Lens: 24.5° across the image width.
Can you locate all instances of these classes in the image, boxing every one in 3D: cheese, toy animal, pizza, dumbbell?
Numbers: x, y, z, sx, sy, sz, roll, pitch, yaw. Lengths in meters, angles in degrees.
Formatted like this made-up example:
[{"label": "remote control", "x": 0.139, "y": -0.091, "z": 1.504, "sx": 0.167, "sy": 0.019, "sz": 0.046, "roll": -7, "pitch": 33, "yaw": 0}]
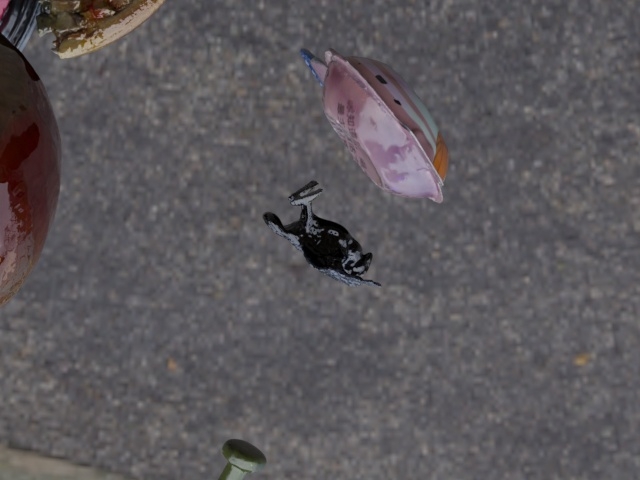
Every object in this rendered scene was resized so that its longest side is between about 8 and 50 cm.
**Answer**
[{"label": "cheese", "x": 0.047, "y": -0.121, "z": 1.440, "sx": 0.074, "sy": 0.286, "sz": 0.189, "roll": -36, "pitch": 117, "yaw": -5}, {"label": "toy animal", "x": 0.000, "y": 0.000, "z": 1.366, "sx": 0.062, "sy": 0.220, "sz": 0.108, "roll": -39, "pitch": 113, "yaw": -4}, {"label": "pizza", "x": -0.261, "y": -0.311, "z": 1.644, "sx": 0.185, "sy": 0.195, "sz": 0.052, "roll": -36, "pitch": 163, "yaw": 0}, {"label": "dumbbell", "x": -0.102, "y": 0.265, "z": 1.542, "sx": 0.118, "sy": 0.046, "sz": 0.052, "roll": -60, "pitch": 152, "yaw": 8}]

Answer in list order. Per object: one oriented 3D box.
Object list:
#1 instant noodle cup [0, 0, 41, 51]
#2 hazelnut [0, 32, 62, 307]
[{"label": "instant noodle cup", "x": -0.469, "y": -0.327, "z": 1.785, "sx": 0.181, "sy": 0.258, "sz": 0.302, "roll": 17, "pitch": 116, "yaw": -42}, {"label": "hazelnut", "x": -0.458, "y": -0.072, "z": 1.433, "sx": 0.409, "sy": 0.359, "sz": 0.359, "roll": 26, "pitch": 146, "yaw": 19}]
